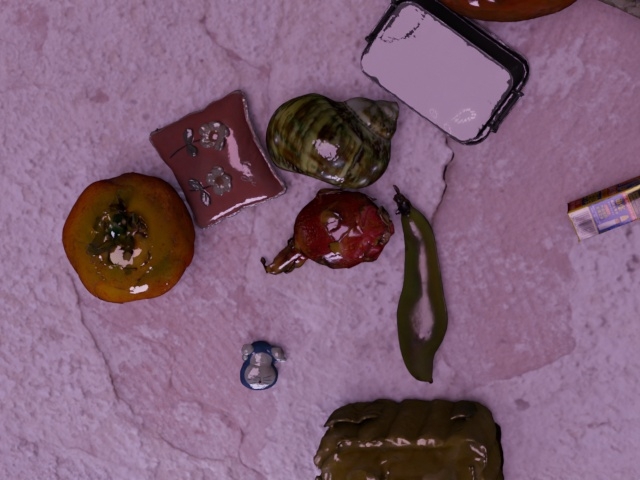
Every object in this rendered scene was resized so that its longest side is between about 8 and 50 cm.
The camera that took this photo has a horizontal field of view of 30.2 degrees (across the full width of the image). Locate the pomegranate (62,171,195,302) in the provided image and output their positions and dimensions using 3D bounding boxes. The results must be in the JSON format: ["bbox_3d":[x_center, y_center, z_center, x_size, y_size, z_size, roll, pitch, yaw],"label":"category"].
[{"bbox_3d":[-0.297,-0.004,1.821,0.210,0.235,0.210,0,87,3],"label":"pomegranate"}]

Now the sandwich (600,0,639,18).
[{"bbox_3d":[0.478,-0.312,1.568,0.288,0.254,0.100,28,110,7],"label":"sandwich"}]

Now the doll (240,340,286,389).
[{"bbox_3d":[-0.095,0.204,1.919,0.076,0.050,0.083,6,103,-8],"label":"doll"}]

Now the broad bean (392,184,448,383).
[{"bbox_3d":[0.151,0.067,1.830,0.075,0.067,0.325,-9,100,-16],"label":"broad bean"}]

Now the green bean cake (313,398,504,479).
[{"bbox_3d":[0.138,0.412,1.839,0.285,0.202,0.310,-5,101,16],"label":"green bean cake"}]

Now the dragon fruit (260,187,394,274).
[{"bbox_3d":[0.000,0.000,1.823,0.246,0.125,0.125,-31,63,37],"label":"dragon fruit"}]

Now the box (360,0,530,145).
[{"bbox_3d":[0.173,-0.248,1.709,0.243,0.135,0.163,37,107,2],"label":"box"}]

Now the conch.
[{"bbox_3d":[0.022,-0.161,1.762,0.181,0.124,0.187,-19,63,-19],"label":"conch"}]

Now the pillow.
[{"bbox_3d":[-0.161,-0.121,1.843,0.171,0.075,0.179,-24,98,18],"label":"pillow"}]

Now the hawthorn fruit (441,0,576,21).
[{"bbox_3d":[0.233,-0.415,1.564,0.277,0.298,0.277,12,118,23],"label":"hawthorn fruit"}]

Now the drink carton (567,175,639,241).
[{"bbox_3d":[0.447,-0.054,1.727,0.165,0.071,0.056,-21,101,17],"label":"drink carton"}]
